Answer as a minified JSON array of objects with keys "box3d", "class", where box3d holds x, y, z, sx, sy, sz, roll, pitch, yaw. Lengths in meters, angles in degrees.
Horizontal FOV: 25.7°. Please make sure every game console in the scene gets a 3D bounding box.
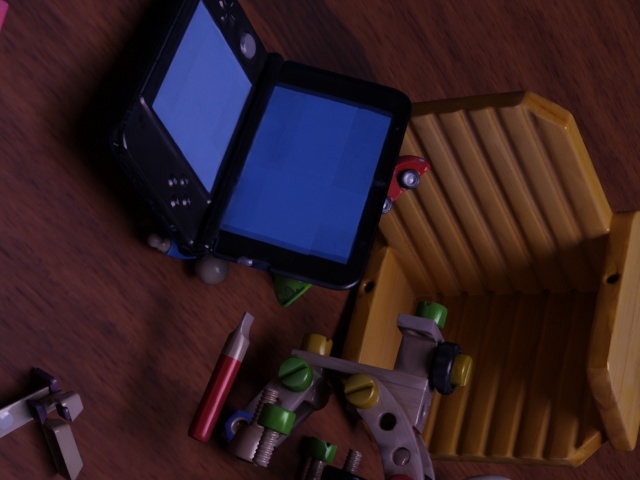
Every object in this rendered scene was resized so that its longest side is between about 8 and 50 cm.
[{"box3d":[-0.051,-0.127,1.439,0.250,0.173,0.293,59,36,-40],"class":"game console"}]

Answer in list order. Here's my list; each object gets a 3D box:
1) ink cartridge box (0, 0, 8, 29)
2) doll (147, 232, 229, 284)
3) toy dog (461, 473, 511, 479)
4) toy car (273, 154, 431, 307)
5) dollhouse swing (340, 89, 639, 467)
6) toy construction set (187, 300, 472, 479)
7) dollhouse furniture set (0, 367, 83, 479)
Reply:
[{"box3d":[-0.379,-0.120,1.146,0.172,0.100,0.237,27,71,-47],"class":"ink cartridge box"},{"box3d":[-0.145,-0.034,1.476,0.129,0.046,0.189,-55,132,-49],"class":"doll"},{"box3d":[0.255,0.503,1.718,0.395,0.408,0.284,-58,133,-30],"class":"toy dog"},{"box3d":[0.000,0.000,1.513,0.053,0.239,0.225,48,30,-3],"class":"toy car"},{"box3d":[0.168,0.050,1.603,0.305,0.347,0.315,46,51,-46],"class":"dollhouse swing"},{"box3d":[0.018,0.150,1.517,0.309,0.257,0.237,31,76,-43],"class":"toy construction set"},{"box3d":[-0.267,0.198,1.332,0.081,0.091,0.114,-28,118,-29],"class":"dollhouse furniture set"}]
